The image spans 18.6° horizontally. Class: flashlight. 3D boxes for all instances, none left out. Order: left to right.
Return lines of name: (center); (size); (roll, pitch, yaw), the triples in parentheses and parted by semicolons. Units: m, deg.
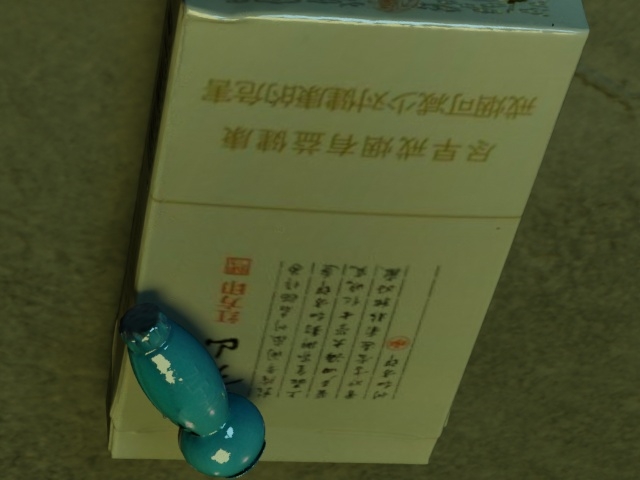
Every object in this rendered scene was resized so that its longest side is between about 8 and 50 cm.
flashlight: (-0.070, 0.083, 1.081); (0.051, 0.051, 0.129); (-18, 134, 10)

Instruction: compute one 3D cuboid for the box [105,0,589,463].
box: (0.000, 0.000, 1.071); (0.204, 0.051, 0.365); (2, 138, -12)
